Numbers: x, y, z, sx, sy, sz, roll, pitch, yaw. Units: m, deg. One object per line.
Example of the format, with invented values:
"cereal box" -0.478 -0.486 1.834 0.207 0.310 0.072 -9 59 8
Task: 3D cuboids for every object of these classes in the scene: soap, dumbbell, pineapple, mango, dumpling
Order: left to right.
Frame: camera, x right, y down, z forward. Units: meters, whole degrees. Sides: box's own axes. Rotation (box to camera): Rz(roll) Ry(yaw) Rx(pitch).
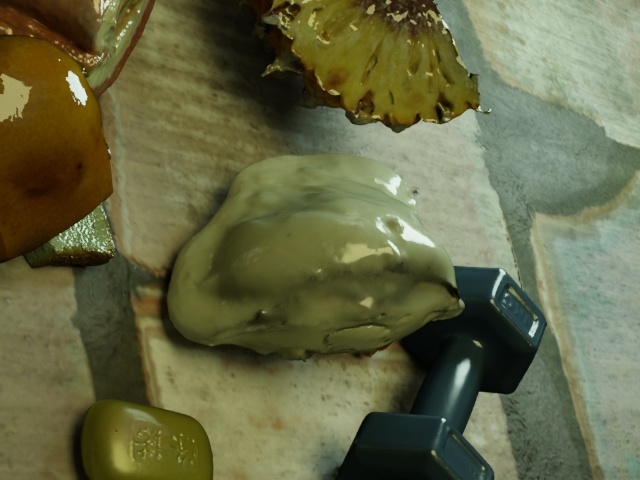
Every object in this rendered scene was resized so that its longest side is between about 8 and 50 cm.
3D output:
"mango" -0.287 -0.081 1.215 0.136 0.166 0.236 30 53 30
"soap" -0.147 0.185 1.282 0.140 0.045 0.089 19 51 -41
"pineapple" -0.005 -0.244 1.649 0.209 0.286 0.344 -33 104 -7
"dumpling" 0.000 0.000 1.445 0.318 0.187 0.242 0 58 -30
"dumbbell" 0.129 0.166 1.524 0.144 0.156 0.316 25 42 4

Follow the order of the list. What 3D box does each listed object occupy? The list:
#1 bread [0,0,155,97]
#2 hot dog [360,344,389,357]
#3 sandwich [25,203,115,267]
"bread" -0.224 -0.239 1.357 0.123 0.190 0.244 22 67 3
"hot dog" 0.040 0.045 1.576 0.071 0.045 0.165 8 62 -47
"sandwich" -0.236 -0.027 1.322 0.093 0.036 0.105 6 62 -45
